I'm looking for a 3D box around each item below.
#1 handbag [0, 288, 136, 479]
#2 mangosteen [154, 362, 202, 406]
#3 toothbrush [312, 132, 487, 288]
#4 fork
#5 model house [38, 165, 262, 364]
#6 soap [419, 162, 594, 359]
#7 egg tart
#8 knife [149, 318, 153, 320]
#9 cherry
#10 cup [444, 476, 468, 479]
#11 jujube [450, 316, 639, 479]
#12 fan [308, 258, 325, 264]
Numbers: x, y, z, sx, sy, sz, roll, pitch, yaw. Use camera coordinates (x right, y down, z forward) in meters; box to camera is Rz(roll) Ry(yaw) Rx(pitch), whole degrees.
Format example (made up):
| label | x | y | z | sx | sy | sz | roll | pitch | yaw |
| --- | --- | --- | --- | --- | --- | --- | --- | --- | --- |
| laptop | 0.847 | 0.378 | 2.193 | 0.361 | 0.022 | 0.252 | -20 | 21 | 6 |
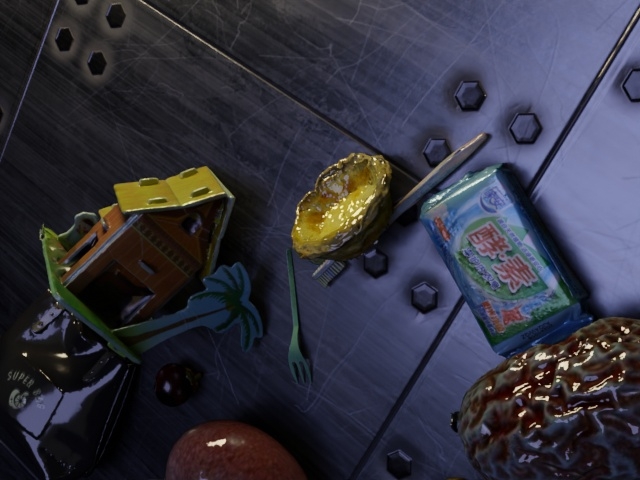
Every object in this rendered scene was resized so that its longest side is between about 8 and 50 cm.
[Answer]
| label | x | y | z | sx | sy | sz | roll | pitch | yaw |
| --- | --- | --- | --- | --- | --- | --- | --- | --- | --- |
| handbag | -0.522 | 0.279 | 1.672 | 0.342 | 0.152 | 0.288 | 36 | 99 | 20 |
| mangosteen | -0.267 | 0.266 | 1.557 | 0.081 | 0.081 | 0.081 | 3 | 96 | 29 |
| toothbrush | 0.118 | -0.046 | 1.335 | 0.037 | 0.028 | 0.375 | 44 | 116 | -6 |
| fork | -0.048 | 0.131 | 1.450 | 0.039 | 0.021 | 0.235 | -7 | 92 | 27 |
| model house | -0.262 | 0.032 | 1.511 | 0.323 | 0.340 | 0.300 | -44 | 30 | 2 |
| soap | 0.267 | 0.031 | 1.230 | 0.156 | 0.077 | 0.293 | -35 | 78 | 28 |
| egg tart | 0.043 | -0.042 | 1.310 | 0.090 | 0.212 | 0.212 | 39 | 120 | -24 |
| knife | -0.408 | 0.134 | 1.658 | 0.212 | 0.015 | 0.054 | 16 | 102 | 27 |
| cherry | -0.143 | 0.433 | 1.425 | 0.307 | 0.221 | 0.261 | 17 | 111 | 14 |
| cup | 0.222 | 0.452 | 1.211 | 0.185 | 0.226 | 0.241 | -15 | 86 | 31 |
| jujube | 0.339 | 0.232 | 1.124 | 0.317 | 0.226 | 0.226 | -25 | 82 | 27 |
| fan | 0.000 | 0.009 | 1.422 | 0.080 | 0.003 | 0.060 | -18 | 86 | 30 |
